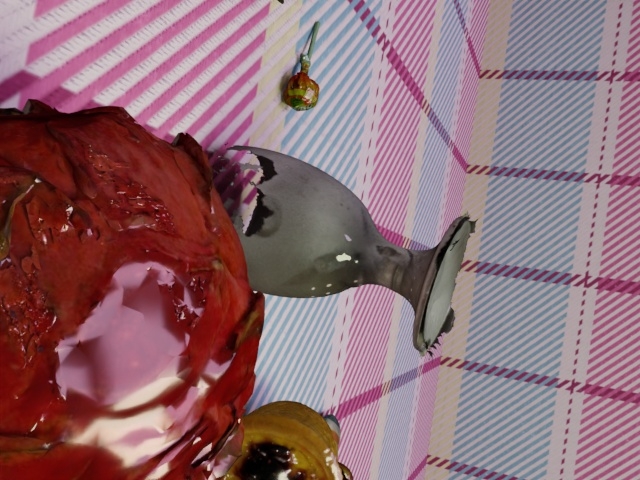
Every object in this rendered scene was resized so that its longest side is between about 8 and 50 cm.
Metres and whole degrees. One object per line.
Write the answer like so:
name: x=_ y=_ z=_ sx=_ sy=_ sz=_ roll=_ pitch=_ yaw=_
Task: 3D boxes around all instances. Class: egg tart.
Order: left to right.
egg tart: x=-0.060 y=0.340 z=0.892 sx=0.171 sy=0.215 sz=0.215 roll=-27 pitch=122 yaw=-77

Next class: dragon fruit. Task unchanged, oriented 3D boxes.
dragon fruit: x=-0.176 y=0.059 z=0.400 sx=0.295 sy=0.295 sz=0.301 roll=-29 pitch=120 yaw=-64

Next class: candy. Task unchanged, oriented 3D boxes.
candy: x=-0.020 y=-0.297 z=0.997 sx=0.060 sy=0.060 sz=0.201 roll=63 pitch=31 yaw=-55

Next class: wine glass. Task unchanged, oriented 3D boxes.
wine glass: x=0.003 y=0.003 z=0.749 sx=0.190 sy=0.357 sz=0.190 roll=-52 pitch=154 yaw=-39

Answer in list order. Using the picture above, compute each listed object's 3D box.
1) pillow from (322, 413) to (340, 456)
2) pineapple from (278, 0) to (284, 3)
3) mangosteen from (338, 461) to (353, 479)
pillow: x=0.005 y=0.489 z=1.267 sx=0.214 sy=0.086 sz=0.233 roll=-56 pitch=145 yaw=-68
pineapple: x=-0.023 y=-0.427 z=0.831 sx=0.278 sy=0.158 sz=0.158 roll=-45 pitch=139 yaw=-39
mangosteen: x=-0.016 y=0.477 z=1.051 sx=0.257 sy=0.215 sz=0.215 roll=-89 pitch=170 yaw=-50
